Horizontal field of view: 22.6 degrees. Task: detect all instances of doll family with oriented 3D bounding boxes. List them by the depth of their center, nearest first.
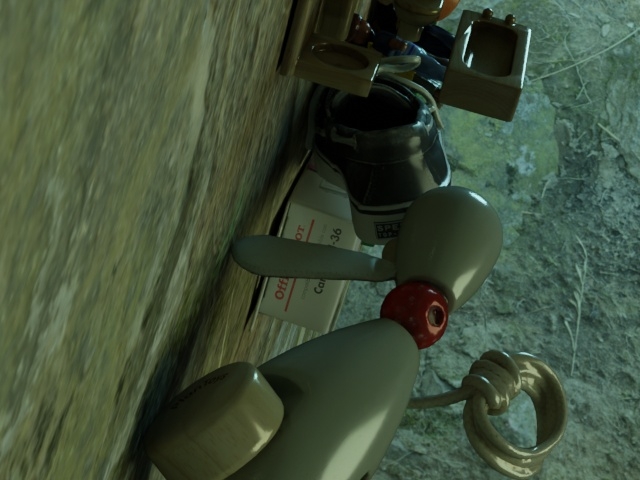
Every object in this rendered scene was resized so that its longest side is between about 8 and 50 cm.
[{"bbox_3d":[0.072,-0.166,1.396,0.076,0.111,0.193,-60,-178,-10],"label":"doll family"}]

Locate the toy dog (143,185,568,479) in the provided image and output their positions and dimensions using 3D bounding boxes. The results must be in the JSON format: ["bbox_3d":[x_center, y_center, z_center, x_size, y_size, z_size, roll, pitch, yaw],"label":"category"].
[{"bbox_3d":[-0.004,0.100,1.048,0.333,0.161,0.220,-24,97,-46],"label":"toy dog"}]

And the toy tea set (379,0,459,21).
[{"bbox_3d":[0.122,-0.365,1.432,0.200,0.124,0.336,-18,-128,58],"label":"toy tea set"}]

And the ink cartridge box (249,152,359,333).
[{"bbox_3d":[0.000,0.000,1.389,0.198,0.067,0.115,-65,172,-61],"label":"ink cartridge box"}]

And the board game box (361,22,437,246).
[{"bbox_3d":[0.081,-0.180,1.712,0.213,0.046,0.317,-80,-177,-52],"label":"board game box"}]

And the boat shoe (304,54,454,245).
[{"bbox_3d":[0.041,-0.091,1.277,0.306,0.113,0.105,-91,168,-71],"label":"boat shoe"}]

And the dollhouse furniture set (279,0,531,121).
[{"bbox_3d":[0.072,-0.168,1.041,0.144,0.151,0.123,-70,176,-60],"label":"dollhouse furniture set"}]
